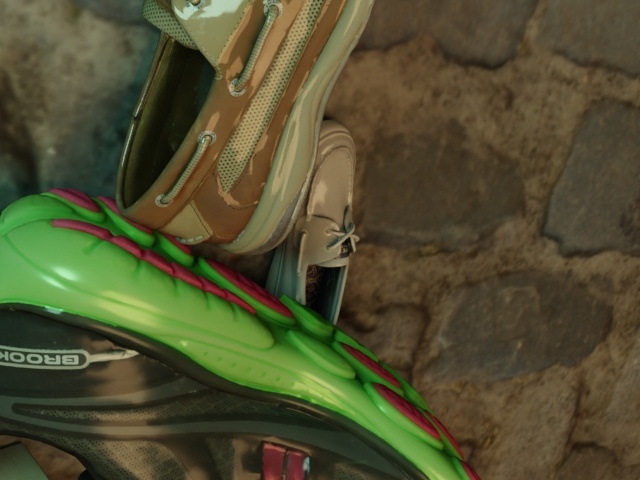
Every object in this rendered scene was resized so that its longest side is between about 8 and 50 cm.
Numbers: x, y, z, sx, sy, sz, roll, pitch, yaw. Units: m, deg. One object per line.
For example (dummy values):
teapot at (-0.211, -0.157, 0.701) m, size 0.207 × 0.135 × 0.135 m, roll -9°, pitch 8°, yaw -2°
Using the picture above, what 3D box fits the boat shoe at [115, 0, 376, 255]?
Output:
boat shoe at (-0.047, -0.141, 0.812) m, size 0.116 × 0.123 × 0.324 m, roll 4°, pitch 110°, yaw -31°

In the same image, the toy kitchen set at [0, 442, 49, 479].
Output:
toy kitchen set at (-0.264, 0.280, 0.956) m, size 0.166 × 0.122 × 0.207 m, roll -15°, pitch 131°, yaw -34°

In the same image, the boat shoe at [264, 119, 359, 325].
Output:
boat shoe at (0.000, 0.000, 1.016) m, size 0.066 × 0.063 × 0.184 m, roll -9°, pitch 127°, yaw -38°

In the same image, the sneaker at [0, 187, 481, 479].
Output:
sneaker at (-0.058, 0.146, 0.948) m, size 0.483 × 0.185 × 0.202 m, roll 34°, pitch 99°, yaw -26°
